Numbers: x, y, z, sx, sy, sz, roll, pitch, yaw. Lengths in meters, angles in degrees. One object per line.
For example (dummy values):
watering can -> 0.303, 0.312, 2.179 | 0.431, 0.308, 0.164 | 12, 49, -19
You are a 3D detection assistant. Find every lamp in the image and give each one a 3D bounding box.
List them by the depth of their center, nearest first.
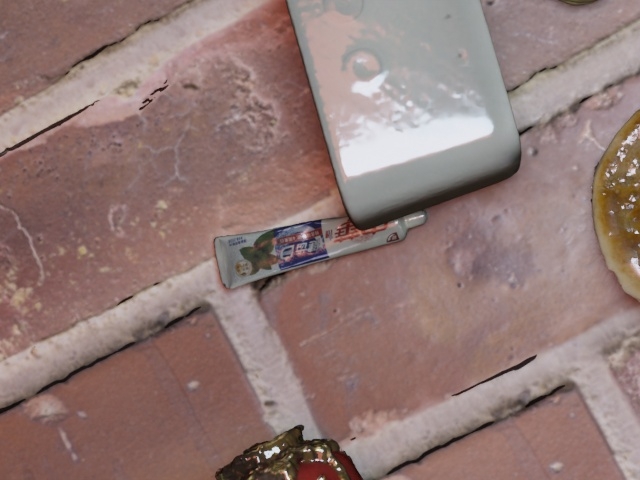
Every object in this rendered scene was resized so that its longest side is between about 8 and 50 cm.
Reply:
lamp -> -0.003, 0.330, 1.743 | 0.177, 0.177, 0.274 | -31, 87, 9

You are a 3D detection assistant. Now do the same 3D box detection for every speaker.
speaker -> 0.065, -0.229, 1.720 | 0.184, 0.183, 0.406 | -16, 83, 4

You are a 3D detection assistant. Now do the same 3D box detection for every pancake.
pancake -> 0.408, -0.027, 1.706 | 0.282, 0.049, 0.282 | -3, 76, 11

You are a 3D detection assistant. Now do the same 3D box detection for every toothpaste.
toothpaste -> 0.000, 0.000, 1.806 | 0.233, 0.038, 0.060 | -13, 74, 11

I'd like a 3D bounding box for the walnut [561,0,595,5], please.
walnut -> 0.261, -0.284, 1.739 | 0.092, 0.092, 0.092 | 0, 90, 10
